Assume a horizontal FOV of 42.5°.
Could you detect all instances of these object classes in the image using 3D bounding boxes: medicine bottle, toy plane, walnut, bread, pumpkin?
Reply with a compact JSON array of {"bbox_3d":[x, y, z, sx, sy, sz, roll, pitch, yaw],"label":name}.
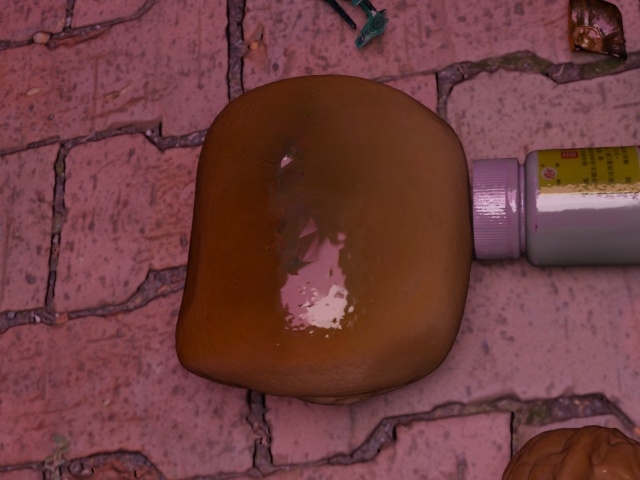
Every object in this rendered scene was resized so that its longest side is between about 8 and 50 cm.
[{"bbox_3d":[0.294,-0.039,0.958,0.226,0.139,0.139,-2,67,14],"label":"medicine bottle"},{"bbox_3d":[0.036,-0.383,1.214,0.096,0.060,0.235,-37,60,6],"label":"toy plane"},{"bbox_3d":[0.266,0.284,0.806,0.213,0.213,0.213,-5,67,12],"label":"walnut"},{"bbox_3d":[0.000,0.000,0.957,0.348,0.253,0.375,2,70,12],"label":"bread"},{"bbox_3d":[0.368,-0.279,1.101,0.073,0.035,0.101,4,65,4],"label":"pumpkin"}]
